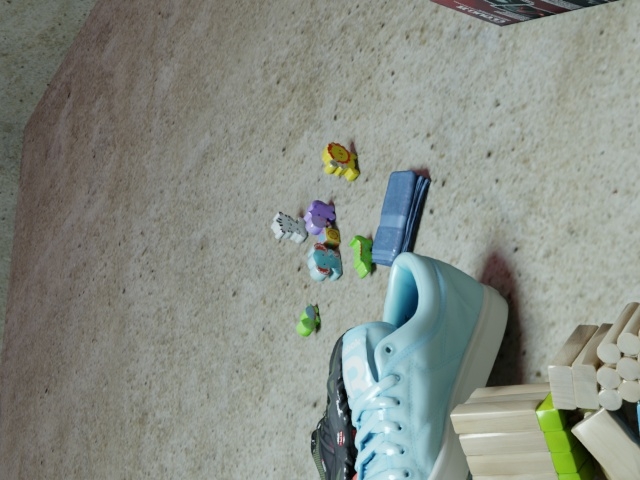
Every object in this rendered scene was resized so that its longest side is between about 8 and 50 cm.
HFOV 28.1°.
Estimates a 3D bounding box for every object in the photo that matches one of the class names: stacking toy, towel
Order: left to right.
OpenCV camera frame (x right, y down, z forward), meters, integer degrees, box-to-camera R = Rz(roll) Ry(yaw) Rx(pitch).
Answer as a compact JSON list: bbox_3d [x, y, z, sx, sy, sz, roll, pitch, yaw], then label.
[{"bbox_3d":[0.000,0.000,1.734,0.167,0.052,0.221,-51,35,41],"label":"stacking toy"},{"bbox_3d":[0.097,-0.026,1.578,0.067,0.029,0.119,9,85,64],"label":"towel"}]

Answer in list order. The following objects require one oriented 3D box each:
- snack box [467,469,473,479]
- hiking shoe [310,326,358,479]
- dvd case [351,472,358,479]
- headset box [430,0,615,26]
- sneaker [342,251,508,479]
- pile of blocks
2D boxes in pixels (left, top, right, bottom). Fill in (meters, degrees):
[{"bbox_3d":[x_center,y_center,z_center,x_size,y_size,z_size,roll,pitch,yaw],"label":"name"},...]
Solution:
[{"bbox_3d":[0.108,0.383,1.299,0.187,0.060,0.322,-21,58,59],"label":"snack box"},{"bbox_3d":[0.024,0.218,1.529,0.114,0.086,0.227,-26,55,54],"label":"hiking shoe"},{"bbox_3d":[0.063,0.270,1.370,0.119,0.013,0.087,-57,29,37],"label":"dvd case"},{"bbox_3d":[0.238,-0.360,1.375,0.293,0.110,0.218,5,81,64],"label":"headset box"},{"bbox_3d":[0.069,0.165,1.266,0.135,0.150,0.366,-46,16,46],"label":"sneaker"},{"bbox_3d":[0.274,0.119,1.089,0.362,0.149,0.112,-40,-1,37],"label":"pile of blocks"}]
